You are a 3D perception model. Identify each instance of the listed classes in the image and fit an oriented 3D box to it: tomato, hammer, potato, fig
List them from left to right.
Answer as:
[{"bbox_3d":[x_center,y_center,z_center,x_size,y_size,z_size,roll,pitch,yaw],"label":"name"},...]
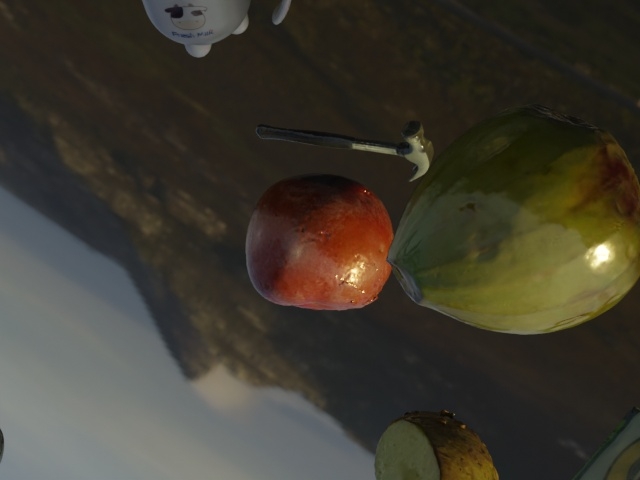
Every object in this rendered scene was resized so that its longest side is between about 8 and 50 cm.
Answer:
[{"bbox_3d":[0.000,0.000,1.863,0.208,0.184,0.208,3,172,0],"label":"tomato"},{"bbox_3d":[0.030,-0.125,1.778,0.246,0.029,0.103,8,151,26],"label":"hammer"},{"bbox_3d":[0.156,0.313,1.831,0.176,0.141,0.298,29,-172,-2],"label":"potato"},{"bbox_3d":[0.199,-0.013,1.407,0.239,0.271,0.239,-19,-90,-89],"label":"fig"}]

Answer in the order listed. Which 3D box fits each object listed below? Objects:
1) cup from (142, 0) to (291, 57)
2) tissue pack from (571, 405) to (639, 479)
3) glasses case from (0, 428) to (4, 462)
[{"bbox_3d":[-0.130,-0.309,1.629,0.142,0.173,0.134,77,169,-54],"label":"cup"},{"bbox_3d":[0.533,0.395,2.021,0.311,0.228,0.128,18,148,52],"label":"tissue pack"},{"bbox_3d":[-0.440,0.239,1.703,0.045,0.067,0.178,1,149,13],"label":"glasses case"}]
